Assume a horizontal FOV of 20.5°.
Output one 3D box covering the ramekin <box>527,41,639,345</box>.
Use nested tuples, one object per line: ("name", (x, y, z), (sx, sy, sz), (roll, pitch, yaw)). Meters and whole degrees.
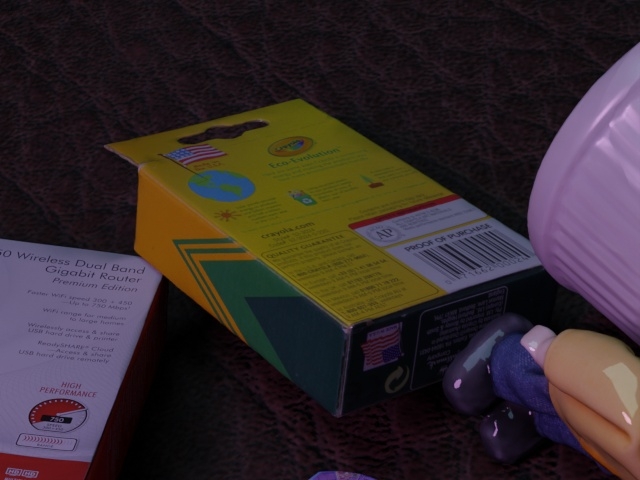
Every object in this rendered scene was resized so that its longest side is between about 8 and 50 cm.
("ramekin", (0.284, -0.031, 1.195), (0.273, 0.273, 0.127), (-30, 56, -10))

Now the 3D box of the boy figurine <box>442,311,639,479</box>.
("boy figurine", (0.195, 0.130, 1.112), (0.092, 0.177, 0.285), (-41, 25, -11))

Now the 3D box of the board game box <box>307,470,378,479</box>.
("board game box", (-0.010, 0.218, 1.209), (0.168, 0.033, 0.133), (-36, 44, -16))

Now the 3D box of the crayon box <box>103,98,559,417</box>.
("crayon box", (0.000, 0.000, 1.341), (0.202, 0.081, 0.318), (-15, 36, -34))

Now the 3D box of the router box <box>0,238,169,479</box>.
("router box", (-0.303, 0.104, 1.284), (0.335, 0.082, 0.301), (7, 32, 4))
